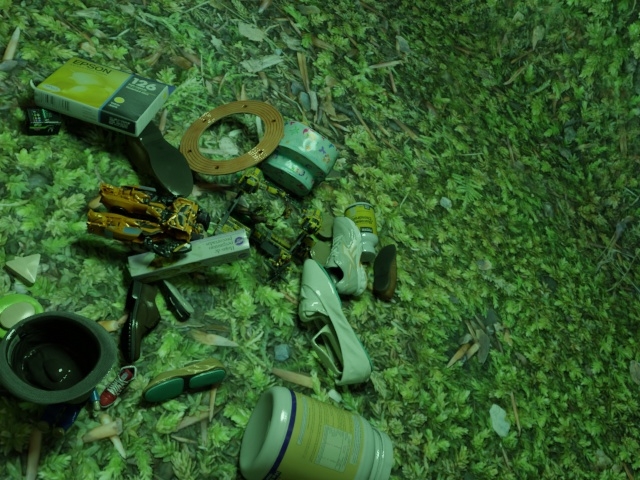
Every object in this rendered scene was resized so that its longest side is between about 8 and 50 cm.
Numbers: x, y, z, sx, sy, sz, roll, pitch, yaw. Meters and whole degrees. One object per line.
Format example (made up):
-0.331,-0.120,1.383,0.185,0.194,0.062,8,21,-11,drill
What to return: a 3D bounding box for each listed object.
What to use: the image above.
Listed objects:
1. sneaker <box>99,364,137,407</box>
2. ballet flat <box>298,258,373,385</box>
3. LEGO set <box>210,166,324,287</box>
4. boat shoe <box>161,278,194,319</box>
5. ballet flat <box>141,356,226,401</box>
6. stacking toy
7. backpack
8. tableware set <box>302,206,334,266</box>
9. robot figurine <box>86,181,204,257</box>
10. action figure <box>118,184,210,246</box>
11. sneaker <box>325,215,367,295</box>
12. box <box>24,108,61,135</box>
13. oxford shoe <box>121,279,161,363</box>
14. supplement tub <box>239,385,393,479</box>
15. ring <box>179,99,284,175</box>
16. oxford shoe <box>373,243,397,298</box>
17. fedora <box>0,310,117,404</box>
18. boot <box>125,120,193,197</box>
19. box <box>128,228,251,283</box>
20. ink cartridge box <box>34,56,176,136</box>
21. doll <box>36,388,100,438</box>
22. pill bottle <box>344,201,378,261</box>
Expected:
-0.492,0.352,1.629,0.042,0.067,0.118,39,50,-3,sneaker
0.015,0.243,1.962,0.139,0.139,0.400,-18,75,-37,ballet flat
-0.159,-0.036,1.942,0.331,0.255,0.192,41,24,-14,LEGO set
-0.397,0.160,1.824,0.125,0.038,0.046,49,5,5,boat shoe
-0.357,0.353,1.718,0.232,0.080,0.073,-7,38,-36,ballet flat
-0.788,0.111,1.567,0.280,0.130,0.308,3,61,-29,stacking toy
-0.068,-0.265,2.144,0.225,0.253,0.191,33,70,-10,backpack
0.000,0.000,2.157,0.128,0.039,0.194,26,56,-29,tableware set
-0.455,-0.061,1.778,0.291,0.085,0.211,9,52,-4,robot figurine
-0.463,-0.055,1.885,0.285,0.099,0.185,18,59,-2,action figure
0.066,0.046,2.101,0.121,0.099,0.262,0,70,-35,sneaker
-0.784,-0.334,1.891,0.083,0.062,0.052,-8,66,-33,box
-0.457,0.212,1.729,0.096,0.083,0.227,18,55,-25,oxford shoe
-0.012,0.529,1.686,0.332,0.241,0.240,24,52,-15,supplement tub
-0.274,-0.318,2.085,0.337,0.032,0.336,-9,49,10,ring
0.222,0.103,2.214,0.076,0.076,0.212,50,39,-35,oxford shoe
-0.601,0.290,1.535,0.276,0.124,0.243,25,47,15,fedora
-0.475,-0.223,1.958,0.112,0.115,0.305,-21,67,-41,boot
-0.353,0.045,1.815,0.324,0.067,0.063,-14,66,-7,box
-0.619,-0.447,1.969,0.304,0.072,0.307,17,44,1,ink cartridge box
-0.581,0.373,1.578,0.129,0.046,0.189,25,45,-3,doll
0.136,-0.027,2.208,0.103,0.103,0.184,11,56,-25,pill bottle
